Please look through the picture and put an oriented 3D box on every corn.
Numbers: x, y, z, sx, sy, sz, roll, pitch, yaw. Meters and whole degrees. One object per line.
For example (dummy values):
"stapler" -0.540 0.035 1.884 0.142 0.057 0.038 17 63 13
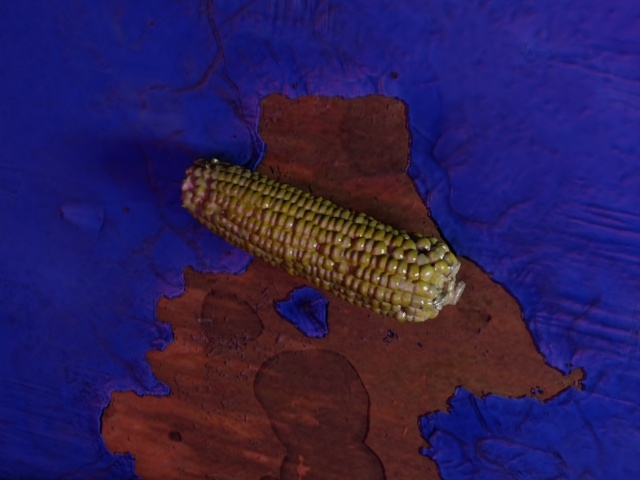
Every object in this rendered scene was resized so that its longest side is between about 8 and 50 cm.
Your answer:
"corn" 0.000 0.000 1.657 0.288 0.086 0.086 23 122 18
